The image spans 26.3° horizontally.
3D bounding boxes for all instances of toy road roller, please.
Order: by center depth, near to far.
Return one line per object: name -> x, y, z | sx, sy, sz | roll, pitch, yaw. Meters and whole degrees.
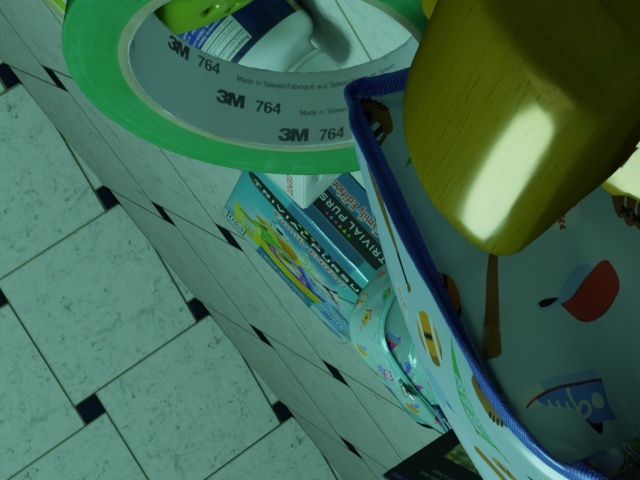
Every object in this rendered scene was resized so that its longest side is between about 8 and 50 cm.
toy road roller -> 0.110, -0.146, 0.651 | 0.329, 0.240, 0.202 | 45, 150, 14

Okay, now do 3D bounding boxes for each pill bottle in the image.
pill bottle -> -0.072, -0.205, 1.340 | 0.187, 0.112, 0.112 | 46, 166, 3

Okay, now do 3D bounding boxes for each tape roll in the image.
tape roll -> -0.029, -0.158, 1.030 | 0.321, 0.077, 0.321 | 4, 154, 2

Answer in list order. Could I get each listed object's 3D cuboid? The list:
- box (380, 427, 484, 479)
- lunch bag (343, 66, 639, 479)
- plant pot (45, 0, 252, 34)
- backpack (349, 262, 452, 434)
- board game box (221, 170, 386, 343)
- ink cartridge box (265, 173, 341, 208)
box -> 0.218, 0.256, 1.368 | 0.143, 0.270, 0.165 | 31, 144, 50
lunch bag -> 0.196, 0.085, 0.943 | 0.328, 0.238, 0.385 | 64, -174, -49
plant pot -> -0.161, -0.292, 1.175 | 0.227, 0.207, 0.228 | 44, 166, 8
backpack -> 0.133, 0.102, 1.466 | 0.188, 0.166, 0.144 | 47, 165, -14
board game box -> 0.000, 0.000, 1.749 | 0.254, 0.079, 0.336 | 46, 166, 1
ink cartridge box -> -0.059, -0.150, 1.501 | 0.203, 0.086, 0.148 | 43, 165, 13
